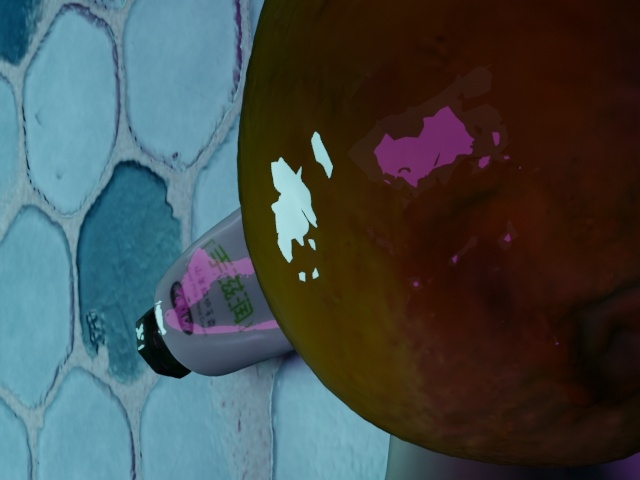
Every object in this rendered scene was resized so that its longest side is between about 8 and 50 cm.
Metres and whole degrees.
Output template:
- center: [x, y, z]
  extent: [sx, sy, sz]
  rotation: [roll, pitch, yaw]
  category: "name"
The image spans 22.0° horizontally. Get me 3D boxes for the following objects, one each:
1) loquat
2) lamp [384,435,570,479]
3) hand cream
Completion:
- center: [0.085, -0.045, 0.717]
  extent: [0.276, 0.276, 0.284]
  rotation: [-58, 43, 35]
  category: "loquat"
- center: [0.095, 0.182, 0.809]
  extent: [0.182, 0.182, 0.314]
  rotation: [-24, 38, 51]
  category: "lamp"
- center: [0.000, 0.000, 1.001]
  extent: [0.336, 0.076, 0.121]
  rotation: [-33, 64, 41]
  category: "hand cream"
